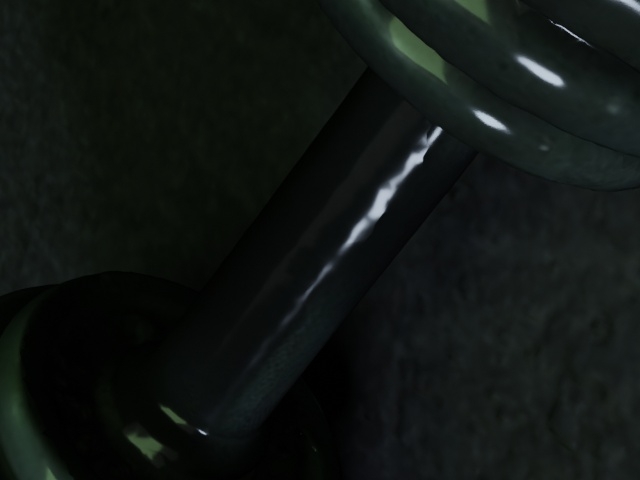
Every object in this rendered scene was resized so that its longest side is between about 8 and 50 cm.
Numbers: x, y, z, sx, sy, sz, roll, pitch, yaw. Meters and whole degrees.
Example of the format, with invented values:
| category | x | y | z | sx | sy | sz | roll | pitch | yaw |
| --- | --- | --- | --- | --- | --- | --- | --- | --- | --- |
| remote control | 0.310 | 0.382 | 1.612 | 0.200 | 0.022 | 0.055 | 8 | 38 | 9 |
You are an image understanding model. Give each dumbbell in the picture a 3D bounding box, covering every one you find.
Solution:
| category | x | y | z | sx | sy | sz | roll | pitch | yaw |
| --- | --- | --- | --- | --- | --- | --- | --- | --- | --- |
| dumbbell | 0.000 | 0.000 | 0.478 | 0.179 | 0.179 | 0.406 | 53 | 124 | 23 |
